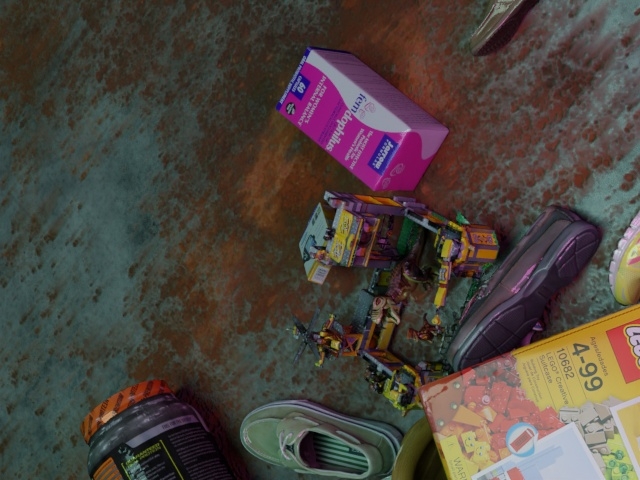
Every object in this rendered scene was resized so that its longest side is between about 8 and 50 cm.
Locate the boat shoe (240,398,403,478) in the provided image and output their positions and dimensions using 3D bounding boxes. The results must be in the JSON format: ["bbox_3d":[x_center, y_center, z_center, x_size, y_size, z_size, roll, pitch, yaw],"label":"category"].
[{"bbox_3d":[-0.014,0.306,1.979,0.302,0.094,0.109,0,93,37],"label":"boat shoe"}]

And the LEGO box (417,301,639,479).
[{"bbox_3d":[0.385,0.351,1.543,0.372,0.193,0.500,-23,75,16],"label":"LEGO box"}]

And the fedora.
[{"bbox_3d":[0.166,0.305,1.812,0.079,0.194,0.194,22,107,60],"label":"fedora"}]

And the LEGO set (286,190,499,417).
[{"bbox_3d":[0.081,0.079,1.803,0.255,0.192,0.331,44,121,45],"label":"LEGO set"}]

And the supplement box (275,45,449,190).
[{"bbox_3d":[0.060,-0.177,1.886,0.220,0.114,0.111,41,114,26],"label":"supplement box"}]

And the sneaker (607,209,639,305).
[{"bbox_3d":[0.439,0.000,1.632,0.094,0.081,0.208,34,112,28],"label":"sneaker"}]

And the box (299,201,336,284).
[{"bbox_3d":[0.000,0.000,1.956,0.136,0.028,0.081,-103,36,-63],"label":"box"}]

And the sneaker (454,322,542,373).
[{"bbox_3d":[0.250,0.160,1.796,0.075,0.057,0.161,43,114,33],"label":"sneaker"}]

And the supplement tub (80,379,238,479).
[{"bbox_3d":[-0.241,0.408,2.085,0.207,0.207,0.338,-44,68,30],"label":"supplement tub"}]

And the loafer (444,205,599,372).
[{"bbox_3d":[0.259,0.067,1.736,0.267,0.096,0.084,-46,49,0],"label":"loafer"}]

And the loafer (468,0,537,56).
[{"bbox_3d":[0.252,-0.316,1.771,0.148,0.056,0.050,-49,64,17],"label":"loafer"}]

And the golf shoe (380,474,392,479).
[{"bbox_3d":[0.105,0.368,1.879,0.186,0.067,0.086,4,93,0],"label":"golf shoe"}]
